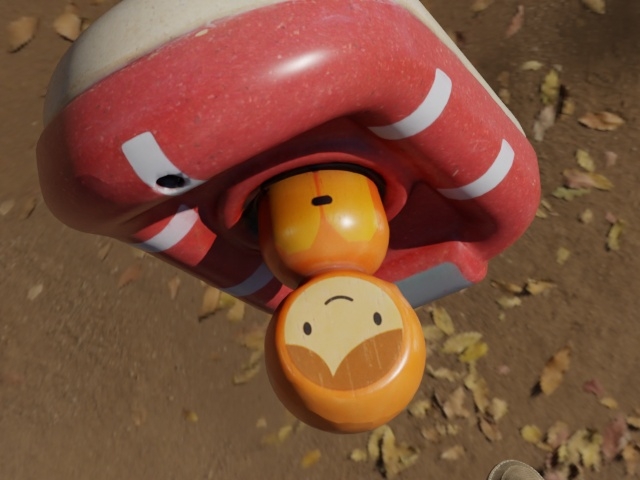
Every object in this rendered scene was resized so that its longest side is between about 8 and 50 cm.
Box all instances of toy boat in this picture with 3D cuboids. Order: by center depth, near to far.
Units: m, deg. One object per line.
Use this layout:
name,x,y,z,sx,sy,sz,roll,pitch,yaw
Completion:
toy boat,0.000,0.000,0.412,0.151,0.231,0.151,-24,60,23

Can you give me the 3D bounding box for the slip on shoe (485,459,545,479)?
slip on shoe,0.119,0.162,0.603,0.051,0.135,0.041,18,115,2
